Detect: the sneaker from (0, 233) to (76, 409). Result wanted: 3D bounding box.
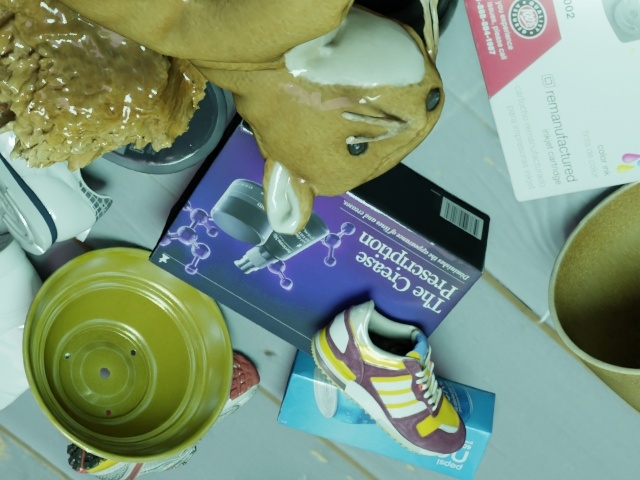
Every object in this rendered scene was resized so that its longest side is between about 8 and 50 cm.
[{"bbox_3d":[-0.397,0.121,1.516,0.292,0.108,0.169,-21,113,20],"label":"sneaker"}]

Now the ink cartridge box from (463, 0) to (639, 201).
[{"bbox_3d":[0.285,-0.176,1.190,0.306,0.131,0.226,-10,119,18],"label":"ink cartridge box"}]

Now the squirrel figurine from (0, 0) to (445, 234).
[{"bbox_3d":[-0.094,-0.186,1.149,0.397,0.281,0.370,-9,135,34],"label":"squirrel figurine"}]

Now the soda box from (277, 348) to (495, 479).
[{"bbox_3d":[0.067,0.172,1.485,0.210,0.067,0.071,17,123,-1],"label":"soda box"}]

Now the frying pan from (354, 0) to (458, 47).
[{"bbox_3d":[-0.001,-0.199,1.273,0.197,0.053,0.326,32,135,-5],"label":"frying pan"}]

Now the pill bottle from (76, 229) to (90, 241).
[{"bbox_3d":[-0.262,-0.032,1.432,0.083,0.043,0.043,30,122,-9],"label":"pill bottle"}]

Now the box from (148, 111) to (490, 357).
[{"bbox_3d":[0.000,0.000,1.372,0.261,0.103,0.184,31,125,-9],"label":"box"}]

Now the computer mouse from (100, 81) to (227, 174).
[{"bbox_3d":[-0.211,-0.149,1.308,0.272,0.072,0.188,24,90,-1],"label":"computer mouse"}]

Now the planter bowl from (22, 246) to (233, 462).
[{"bbox_3d":[-0.203,0.123,1.452,0.217,0.217,0.090,35,149,-12],"label":"planter bowl"}]

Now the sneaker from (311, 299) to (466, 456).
[{"bbox_3d":[0.081,0.129,1.339,0.185,0.070,0.084,38,125,-21],"label":"sneaker"}]

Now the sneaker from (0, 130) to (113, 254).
[{"bbox_3d":[-0.292,-0.105,1.375,0.235,0.095,0.090,60,154,-7],"label":"sneaker"}]

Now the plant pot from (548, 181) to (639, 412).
[{"bbox_3d":[0.367,0.094,1.307,0.237,0.237,0.254,-22,129,22],"label":"plant pot"}]

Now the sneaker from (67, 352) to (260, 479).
[{"bbox_3d":[-0.157,0.186,1.539,0.225,0.088,0.092,-29,140,20],"label":"sneaker"}]
